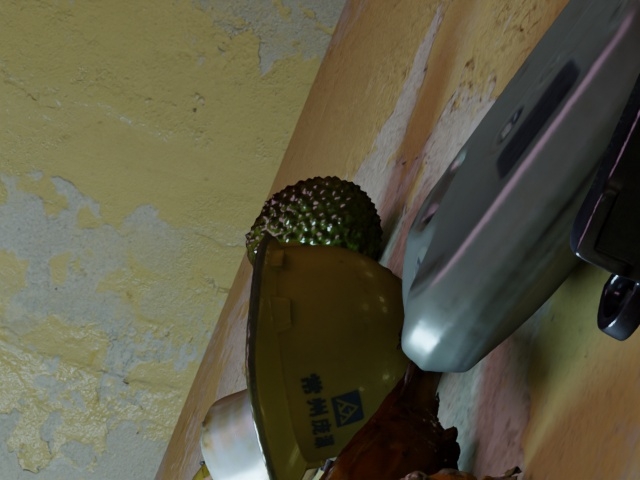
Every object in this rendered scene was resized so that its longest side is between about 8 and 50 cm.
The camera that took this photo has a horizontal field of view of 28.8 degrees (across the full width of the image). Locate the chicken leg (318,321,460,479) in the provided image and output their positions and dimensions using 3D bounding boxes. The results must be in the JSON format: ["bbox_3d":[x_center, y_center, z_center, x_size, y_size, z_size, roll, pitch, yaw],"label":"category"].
[{"bbox_3d":[0.059,0.137,0.914,0.113,0.093,0.304,-23,33,36],"label":"chicken leg"}]

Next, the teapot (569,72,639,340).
[{"bbox_3d":[0.179,-0.034,0.621,0.096,0.087,0.177,-99,32,-84],"label":"teapot"}]

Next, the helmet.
[{"bbox_3d":[0.026,0.094,1.070,0.257,0.140,0.205,-84,-17,-65],"label":"helmet"}]

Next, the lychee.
[{"bbox_3d":[0.000,0.000,1.496,0.171,0.171,0.171,-158,90,-82],"label":"lychee"}]

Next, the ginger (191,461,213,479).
[{"bbox_3d":[-0.139,0.337,1.724,0.205,0.081,0.115,-49,51,44],"label":"ginger"}]

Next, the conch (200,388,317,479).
[{"bbox_3d":[-0.064,0.211,1.398,0.158,0.127,0.255,-76,12,-48],"label":"conch"}]

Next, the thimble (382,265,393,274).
[{"bbox_3d":[0.039,0.063,1.357,0.110,0.062,0.084,-97,29,-75],"label":"thimble"}]

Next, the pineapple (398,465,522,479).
[{"bbox_3d":[0.029,0.223,0.728,0.079,0.135,0.233,178,116,-81],"label":"pineapple"}]

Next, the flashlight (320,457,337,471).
[{"bbox_3d":[0.023,0.195,1.254,0.018,0.018,0.083,-174,106,-80],"label":"flashlight"}]

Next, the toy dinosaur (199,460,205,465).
[{"bbox_3d":[-0.159,0.352,1.913,0.154,0.055,0.049,-67,11,-17],"label":"toy dinosaur"}]

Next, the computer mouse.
[{"bbox_3d":[0.154,-0.051,0.808,0.331,0.095,0.197,-55,14,23],"label":"computer mouse"}]
